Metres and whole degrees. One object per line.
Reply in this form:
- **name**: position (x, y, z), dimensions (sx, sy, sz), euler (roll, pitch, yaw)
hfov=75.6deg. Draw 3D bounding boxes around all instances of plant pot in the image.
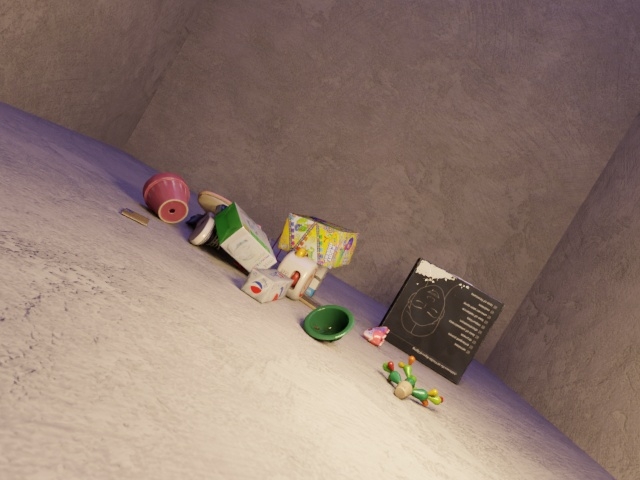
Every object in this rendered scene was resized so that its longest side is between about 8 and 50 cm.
- **plant pot**: position (-0.686, -0.180, 1.876), dimensions (0.201, 0.201, 0.180), euler (29, 18, -47)

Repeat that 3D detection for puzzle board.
- **puzzle board**: position (-0.708, -0.090, 1.583), dimensions (0.096, 0.011, 0.128), euler (29, 2, -21)

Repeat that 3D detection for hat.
- **hat**: position (0.040, 0.350, 1.484), dimensions (0.173, 0.183, 0.208), euler (24, 39, 37)

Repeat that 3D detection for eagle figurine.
- **eagle figurine**: position (-0.582, -0.115, 2.213), dimensions (0.226, 0.298, 0.225), euler (-4, -44, 3)

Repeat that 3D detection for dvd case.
- **dvd case**: position (-0.037, 0.292, 1.923), dimensions (0.221, 0.018, 0.164), euler (31, 2, 23)

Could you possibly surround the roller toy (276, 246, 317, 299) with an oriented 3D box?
- **roller toy**: position (-0.116, 0.147, 1.794), dimensions (0.146, 0.191, 0.209), euler (30, -39, 10)

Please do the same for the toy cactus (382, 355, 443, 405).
- **toy cactus**: position (0.294, 0.470, 1.349), dimensions (0.219, 0.112, 0.180), euler (41, 15, 23)

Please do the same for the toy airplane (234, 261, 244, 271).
- **toy airplane**: position (-0.326, 0.117, 1.822), dimensions (0.151, 0.028, 0.151), euler (41, 5, -5)

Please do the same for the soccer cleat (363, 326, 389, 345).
- **soccer cleat**: position (0.262, 0.437, 1.939), dimensions (0.095, 0.083, 0.248), euler (26, 3, 14)

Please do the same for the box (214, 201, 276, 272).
- **box**: position (-0.326, -0.004, 1.767), dimensions (0.231, 0.127, 0.262), euler (49, 5, -33)

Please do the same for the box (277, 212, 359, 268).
- **box**: position (0.000, 0.000, 1.975), dimensions (0.279, 0.177, 0.290), euler (21, 7, 18)

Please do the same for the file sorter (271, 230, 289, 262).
- **file sorter**: position (-0.136, 0.094, 2.498), dimensions (0.182, 0.202, 0.291), euler (27, -9, 43)

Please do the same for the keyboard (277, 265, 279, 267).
- **keyboard**: position (-0.206, 0.181, 2.260), dimensions (0.100, 0.038, 0.192), euler (54, -5, -12)

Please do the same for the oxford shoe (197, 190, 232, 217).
- **oxford shoe**: position (-0.463, -0.079, 2.043), dimensions (0.397, 0.146, 0.140), euler (44, -45, -17)

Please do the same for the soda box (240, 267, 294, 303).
- **soda box**: position (-0.194, 0.168, 1.567), dimensions (0.098, 0.091, 0.286), euler (31, 1, 11)

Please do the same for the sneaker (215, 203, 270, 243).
- **sneaker**: position (-0.354, -0.070, 1.934), dimensions (0.131, 0.112, 0.319), euler (-15, -41, 24)

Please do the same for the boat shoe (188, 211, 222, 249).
- **boat shoe**: position (-0.476, -0.020, 1.844), dimensions (0.158, 0.127, 0.340), euler (48, 7, -19)

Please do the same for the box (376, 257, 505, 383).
- **box**: position (0.623, 0.411, 2.216), dimensions (0.480, 0.471, 0.297), euler (31, 0, 11)

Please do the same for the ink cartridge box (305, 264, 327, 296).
- **ink cartridge box**: position (-0.026, 0.184, 2.143), dimensions (0.086, 0.203, 0.148), euler (31, 2, 8)
